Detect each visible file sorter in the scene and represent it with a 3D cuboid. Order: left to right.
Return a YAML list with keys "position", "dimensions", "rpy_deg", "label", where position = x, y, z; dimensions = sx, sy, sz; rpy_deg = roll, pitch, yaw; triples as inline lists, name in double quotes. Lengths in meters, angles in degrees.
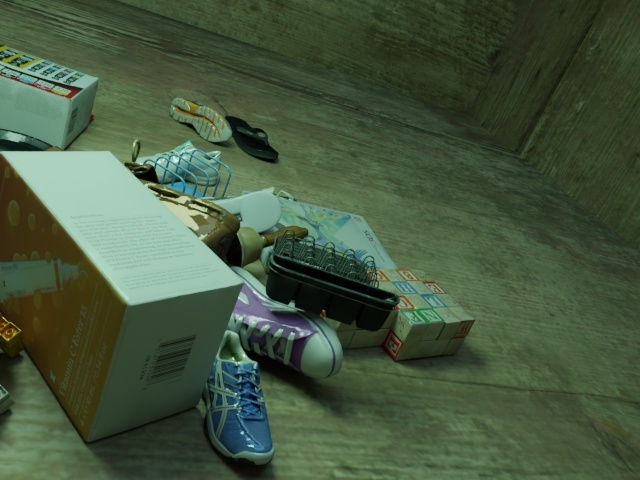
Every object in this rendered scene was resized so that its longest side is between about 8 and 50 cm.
- position: [-0.286, -0.117, 1.335]
  dimensions: [0.118, 0.104, 0.170]
  rpy_deg: [31, 26, 16]
  label: "file sorter"

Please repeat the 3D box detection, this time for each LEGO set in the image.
- position: [-0.427, 0.117, 0.789]
  dimensions: [0.227, 0.093, 0.087]
  rpy_deg: [37, 59, 16]
  label: "LEGO set"

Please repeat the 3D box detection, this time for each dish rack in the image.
- position: [0.010, 0.049, 1.071]
  dimensions: [0.208, 0.074, 0.271]
  rpy_deg: [20, 19, -8]
  label: "dish rack"

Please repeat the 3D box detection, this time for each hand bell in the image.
- position: [-0.106, 0.003, 1.219]
  dimensions: [0.126, 0.126, 0.242]
  rpy_deg: [38, 29, 28]
  label: "hand bell"

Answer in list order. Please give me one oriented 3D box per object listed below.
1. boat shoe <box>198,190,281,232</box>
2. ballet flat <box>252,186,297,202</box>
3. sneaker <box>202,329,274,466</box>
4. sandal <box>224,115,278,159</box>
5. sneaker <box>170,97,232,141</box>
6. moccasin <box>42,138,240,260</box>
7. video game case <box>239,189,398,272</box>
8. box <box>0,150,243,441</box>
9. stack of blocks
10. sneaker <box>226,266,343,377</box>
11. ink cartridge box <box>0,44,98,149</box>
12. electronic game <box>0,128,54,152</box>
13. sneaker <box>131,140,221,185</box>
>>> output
- position: [-0.226, -0.038, 1.242]
  dimensions: [0.301, 0.108, 0.102]
  rpy_deg: [-17, 6, -33]
  label: "boat shoe"
- position: [-0.109, -0.108, 1.545]
  dimensions: [0.114, 0.041, 0.041]
  rpy_deg: [18, 25, -11]
  label: "ballet flat"
- position: [-0.116, 0.209, 0.860]
  dimensions: [0.080, 0.081, 0.211]
  rpy_deg: [6, 31, -36]
  label: "sneaker"
- position: [-0.206, -0.307, 1.838]
  dimensions: [0.097, 0.054, 0.254]
  rpy_deg: [-1, 34, -42]
  label: "sandal"
- position: [-0.320, -0.340, 1.779]
  dimensions: [0.215, 0.084, 0.083]
  rpy_deg: [34, 22, 24]
  label: "sneaker"
- position: [-0.310, -0.074, 1.071]
  dimensions: [0.380, 0.139, 0.147]
  rpy_deg: [21, 60, 22]
  label: "moccasin"
- position: [0.000, 0.000, 1.428]
  dimensions: [0.329, 0.036, 0.300]
  rpy_deg: [11, 28, -25]
  label: "video game case"
- position: [-0.295, 0.053, 0.856]
  dimensions: [0.168, 0.215, 0.345]
  rpy_deg: [-8, 38, -47]
  label: "box"
- position: [0.124, 0.137, 1.201]
  dimensions: [0.297, 0.087, 0.171]
  rpy_deg: [3, 31, -37]
  label: "stack of blocks"
- position: [-0.111, 0.146, 0.985]
  dimensions: [0.282, 0.102, 0.161]
  rpy_deg: [26, 27, 31]
  label: "sneaker"
- position: [-0.676, -0.342, 1.417]
  dimensions: [0.309, 0.130, 0.272]
  rpy_deg: [18, 24, -11]
  label: "ink cartridge box"
- position: [-0.596, -0.164, 1.225]
  dimensions: [0.229, 0.048, 0.229]
  rpy_deg: [20, 17, -6]
  label: "electronic game"
- position: [-0.324, -0.184, 1.448]
  dimensions: [0.212, 0.094, 0.080]
  rpy_deg: [0, 35, -41]
  label: "sneaker"
